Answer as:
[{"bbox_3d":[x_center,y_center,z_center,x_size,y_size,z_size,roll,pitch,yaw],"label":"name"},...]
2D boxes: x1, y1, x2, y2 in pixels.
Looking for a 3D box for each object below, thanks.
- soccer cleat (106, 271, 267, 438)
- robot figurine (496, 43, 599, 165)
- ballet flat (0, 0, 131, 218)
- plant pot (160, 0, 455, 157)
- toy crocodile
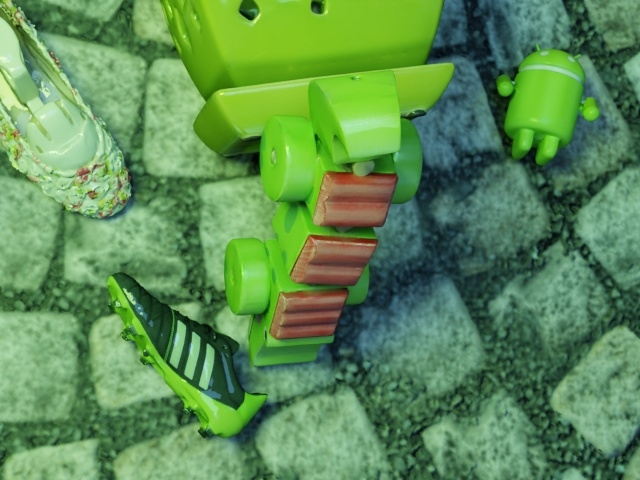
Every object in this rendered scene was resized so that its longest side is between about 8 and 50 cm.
[{"bbox_3d":[-0.119,0.093,0.879,0.072,0.060,0.179,-40,98,-23],"label":"soccer cleat"},{"bbox_3d":[0.218,-0.134,0.968,0.101,0.067,0.115,15,80,3],"label":"robot figurine"},{"bbox_3d":[-0.252,-0.122,0.865,0.091,0.077,0.241,-38,92,-14],"label":"ballet flat"},{"bbox_3d":[-0.015,-0.189,0.852,0.227,0.228,0.207,-9,91,-13],"label":"plant pot"},{"bbox_3d":[0.000,0.000,0.791,0.115,0.341,0.105,0,48,-20],"label":"toy crocodile"}]
